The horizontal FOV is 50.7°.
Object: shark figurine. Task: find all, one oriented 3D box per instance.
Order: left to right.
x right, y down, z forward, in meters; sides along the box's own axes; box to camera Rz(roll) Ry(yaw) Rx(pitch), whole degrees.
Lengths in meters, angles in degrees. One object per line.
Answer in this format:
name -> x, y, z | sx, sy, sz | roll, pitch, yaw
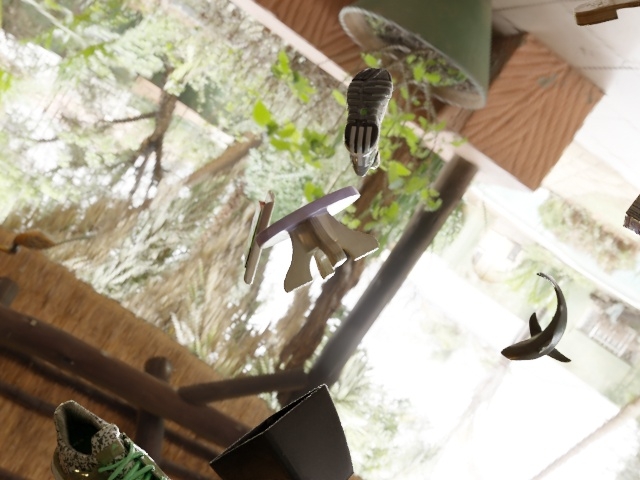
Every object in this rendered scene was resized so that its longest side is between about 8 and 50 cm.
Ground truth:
shark figurine -> 0.560, 0.219, 1.673 | 0.166, 0.278, 0.116 | 27, -152, 24

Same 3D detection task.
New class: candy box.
candy box -> 0.783, -0.108, 1.577 | 0.053, 0.187, 0.109 | 38, 180, 25

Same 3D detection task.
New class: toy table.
toy table -> 0.000, 0.000, 1.616 | 0.161, 0.274, 0.252 | 62, 179, 7

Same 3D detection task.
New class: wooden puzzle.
wooden puzzle -> -0.167, -0.016, 1.785 | 0.044, 0.221, 0.239 | 15, -170, -5

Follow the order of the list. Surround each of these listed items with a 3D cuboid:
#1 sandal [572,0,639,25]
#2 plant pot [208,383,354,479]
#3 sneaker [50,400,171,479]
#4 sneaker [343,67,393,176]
sandal -> 0.483, -0.382, 0.971 | 0.079, 0.239, 0.088 | 65, -146, -26
plant pot -> -0.051, 0.400, 1.228 | 0.167, 0.188, 0.187 | 55, -142, 7
sneaker -> -0.339, 0.404, 1.146 | 0.410, 0.158, 0.182 | 19, 133, 32
sneaker -> 0.088, -0.220, 1.315 | 0.086, 0.229, 0.132 | 9, 146, 11
